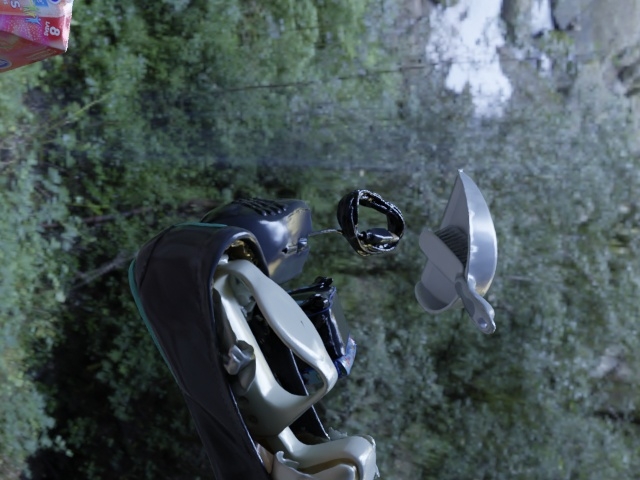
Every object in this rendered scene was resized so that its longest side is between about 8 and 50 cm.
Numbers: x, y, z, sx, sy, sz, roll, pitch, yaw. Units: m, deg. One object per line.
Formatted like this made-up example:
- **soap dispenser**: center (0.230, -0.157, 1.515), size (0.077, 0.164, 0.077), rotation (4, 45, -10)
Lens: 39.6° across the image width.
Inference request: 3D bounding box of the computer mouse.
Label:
- **computer mouse**: center (0.000, 0.000, 0.643), size (0.242, 0.041, 0.071), rotation (-11, 106, -52)

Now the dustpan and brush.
- **dustpan and brush**: center (0.140, 0.031, 0.884), size (0.060, 0.211, 0.147), rotation (5, 117, -24)

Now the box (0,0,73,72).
- **box**: center (-0.498, -0.335, 1.291), size (0.154, 0.300, 0.142), rotation (12, 81, -45)

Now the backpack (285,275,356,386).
- **backpack**: center (-0.052, 0.132, 1.166), size (0.158, 0.173, 0.117), rotation (-68, 140, -80)

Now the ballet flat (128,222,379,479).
- **ballet flat**: center (-0.017, 0.084, 0.390), size (0.074, 0.074, 0.203), rotation (-28, 97, -45)
